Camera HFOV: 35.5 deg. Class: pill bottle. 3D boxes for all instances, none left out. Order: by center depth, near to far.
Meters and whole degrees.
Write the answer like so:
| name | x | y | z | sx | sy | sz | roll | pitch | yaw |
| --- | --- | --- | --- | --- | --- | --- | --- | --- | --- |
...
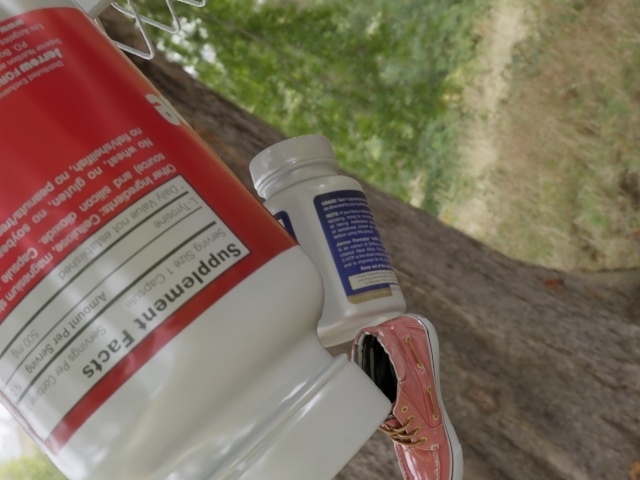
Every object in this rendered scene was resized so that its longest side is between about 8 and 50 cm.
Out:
| name | x | y | z | sx | sy | sz | roll | pitch | yaw |
| --- | --- | --- | --- | --- | --- | --- | --- | --- | --- |
| pill bottle | -0.148 | 0.024 | 0.708 | 0.229 | 0.407 | 0.229 | -42 | -4 | -4 |
| pill bottle | 0.000 | 0.000 | 0.950 | 0.112 | 0.112 | 0.186 | -43 | 62 | 58 |

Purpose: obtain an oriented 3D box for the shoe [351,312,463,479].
| name | x | y | z | sx | sy | sz | roll | pitch | yaw |
| --- | --- | --- | --- | --- | --- | --- | --- | --- | --- |
| shoe | 0.071 | 0.155 | 0.870 | 0.064 | 0.081 | 0.177 | -9 | 89 | 38 |

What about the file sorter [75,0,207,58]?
| name | x | y | z | sx | sy | sz | roll | pitch | yaw |
| --- | --- | --- | --- | --- | --- | --- | --- | --- | --- |
| file sorter | -0.338 | -0.362 | 1.545 | 0.277 | 0.193 | 0.173 | -51 | -33 | -21 |
